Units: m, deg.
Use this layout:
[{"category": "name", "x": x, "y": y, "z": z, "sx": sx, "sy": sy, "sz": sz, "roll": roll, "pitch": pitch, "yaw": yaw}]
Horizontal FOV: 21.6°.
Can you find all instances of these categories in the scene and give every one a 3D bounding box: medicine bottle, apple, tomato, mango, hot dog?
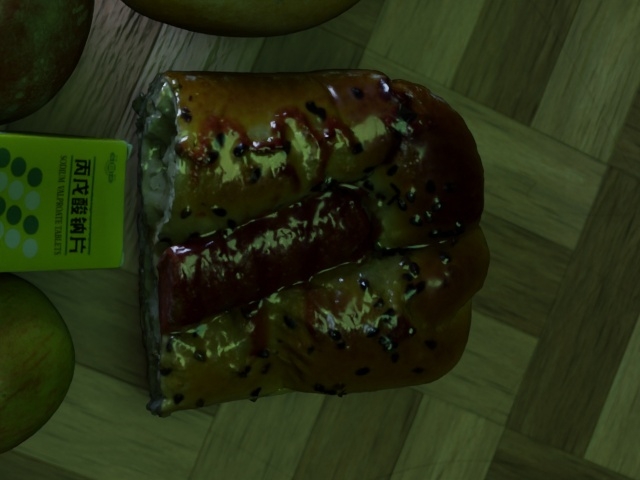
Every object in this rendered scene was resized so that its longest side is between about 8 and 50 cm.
[{"category": "medicine bottle", "x": -0.320, "y": -0.041, "z": 1.650, "sx": 0.250, "sy": 0.141, "sz": 0.137, "roll": -1, "pitch": 93, "yaw": -50}, {"category": "apple", "x": -0.341, "y": 0.120, "z": 1.677, "sx": 0.196, "sy": 0.196, "sz": 0.196, "roll": -1, "pitch": 93, "yaw": -18}, {"category": "tomato", "x": -0.352, "y": -0.239, "z": 1.638, "sx": 0.270, "sy": 0.223, "sz": 0.270, "roll": 0, "pitch": 90, "yaw": -18}, {"category": "mango", "x": -0.068, "y": -0.316, "z": 1.734, "sx": 0.384, "sy": 0.221, "sz": 0.199, "roll": -17, "pitch": 131, "yaw": -38}, {"category": "hot dog", "x": 0.000, "y": 0.000, "z": 1.757, "sx": 0.366, "sy": 0.196, "sz": 0.367, "roll": -4, "pitch": 107, "yaw": -15}]
